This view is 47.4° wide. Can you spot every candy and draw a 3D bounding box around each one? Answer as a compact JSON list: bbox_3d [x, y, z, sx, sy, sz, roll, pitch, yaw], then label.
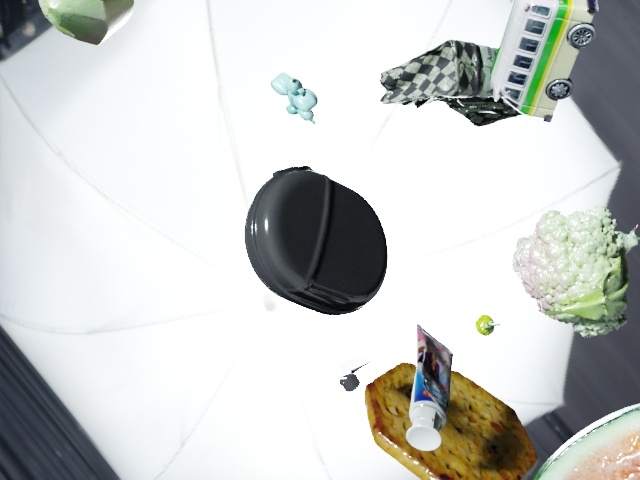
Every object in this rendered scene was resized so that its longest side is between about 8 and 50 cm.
[{"bbox_3d":[0.281,0.138,1.205,0.035,0.035,0.123,-46,-6,-6],"label":"candy"}]

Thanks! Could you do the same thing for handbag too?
[{"bbox_3d":[0.393,-0.422,1.998,0.416,0.180,0.316,-1,-4,-39],"label":"handbag"},{"bbox_3d":[0.001,0.000,1.314,0.093,0.308,0.254,-14,59,47],"label":"handbag"}]

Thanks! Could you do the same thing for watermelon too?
[{"bbox_3d":[0.504,0.368,1.084,0.283,0.292,0.250,-44,-11,22],"label":"watermelon"}]

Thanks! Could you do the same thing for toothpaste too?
[{"bbox_3d":[0.193,0.249,1.277,0.061,0.096,0.266,-42,14,30],"label":"toothpaste"}]

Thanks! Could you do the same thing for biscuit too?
[{"bbox_3d":[0.249,0.363,1.422,0.359,0.359,0.046,-33,-34,-60],"label":"biscuit"}]

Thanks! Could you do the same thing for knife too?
[{"bbox_3d":[0.058,0.218,1.250,0.060,0.028,0.230,-28,-1,-1],"label":"knife"}]

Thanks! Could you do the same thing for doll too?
[{"bbox_3d":[-0.059,-0.364,1.852,0.059,0.158,0.159,-40,-42,-9],"label":"doll"}]

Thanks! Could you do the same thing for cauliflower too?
[{"bbox_3d":[0.513,0.047,1.396,0.315,0.256,0.239,-27,-11,-38],"label":"cauliflower"}]

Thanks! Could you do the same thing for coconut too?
[{"bbox_3d":[-0.232,-0.235,0.710,0.081,0.082,0.083,-51,-33,-40],"label":"coconut"}]

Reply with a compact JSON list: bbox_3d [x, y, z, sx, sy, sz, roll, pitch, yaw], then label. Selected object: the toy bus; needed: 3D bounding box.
[{"bbox_3d":[0.496,-0.432,1.654,0.305,0.179,0.143,97,-177,-49],"label":"toy bus"}]
